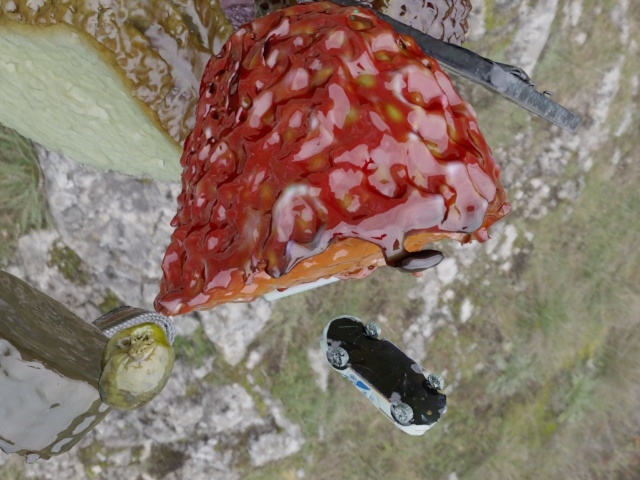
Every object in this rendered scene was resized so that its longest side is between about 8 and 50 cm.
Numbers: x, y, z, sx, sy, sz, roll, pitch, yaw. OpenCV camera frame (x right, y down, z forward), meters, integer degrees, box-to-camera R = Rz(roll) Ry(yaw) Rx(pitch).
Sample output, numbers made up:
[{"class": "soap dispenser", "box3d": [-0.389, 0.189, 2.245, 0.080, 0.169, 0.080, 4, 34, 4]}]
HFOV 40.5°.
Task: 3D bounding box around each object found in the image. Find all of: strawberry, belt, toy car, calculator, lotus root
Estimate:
[{"class": "strawberry", "box3d": [-0.009, -0.052, 0.514, 0.233, 0.234, 0.178, -15, 85, -24]}, {"class": "belt", "box3d": [-0.386, 0.169, 1.378, 0.359, 0.094, 0.126, -2, 85, -53]}, {"class": "toy car", "box3d": [0.085, 0.184, 1.206, 0.095, 0.205, 0.056, -33, 155, -44]}, {"class": "calculator", "box3d": [0.060, -0.149, 0.631, 0.161, 0.261, 0.021, 8, 112, -56]}, {"class": "lotus root", "box3d": [-0.133, 0.092, 0.619, 0.049, 0.054, 0.099, 14, 146, -21]}]

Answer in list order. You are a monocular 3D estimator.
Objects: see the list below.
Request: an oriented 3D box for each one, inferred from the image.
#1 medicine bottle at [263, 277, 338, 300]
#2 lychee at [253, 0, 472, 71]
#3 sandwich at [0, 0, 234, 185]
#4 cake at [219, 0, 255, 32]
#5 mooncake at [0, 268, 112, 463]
[{"class": "medicine bottle", "box3d": [0.000, 0.000, 0.740, 0.118, 0.074, 0.055, -19, 177, 23]}, {"class": "lychee", "box3d": [0.037, -0.266, 0.882, 0.236, 0.236, 0.271, -25, 131, -16]}, {"class": "sandwich", "box3d": [-0.227, -0.172, 0.777, 0.131, 0.325, 0.262, -69, 153, -18]}, {"class": "cake", "box3d": [-0.076, -0.279, 1.191, 0.295, 0.112, 0.116, 86, 23, -67]}, {"class": "mooncake", "box3d": [-0.323, 0.131, 0.923, 0.124, 0.228, 0.228, -50, 130, 3]}]
